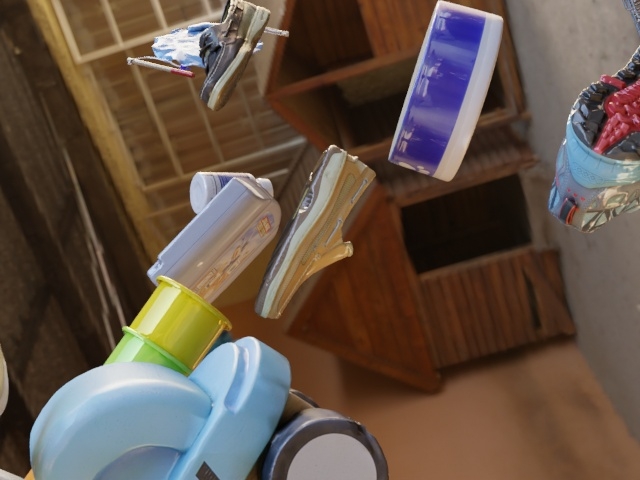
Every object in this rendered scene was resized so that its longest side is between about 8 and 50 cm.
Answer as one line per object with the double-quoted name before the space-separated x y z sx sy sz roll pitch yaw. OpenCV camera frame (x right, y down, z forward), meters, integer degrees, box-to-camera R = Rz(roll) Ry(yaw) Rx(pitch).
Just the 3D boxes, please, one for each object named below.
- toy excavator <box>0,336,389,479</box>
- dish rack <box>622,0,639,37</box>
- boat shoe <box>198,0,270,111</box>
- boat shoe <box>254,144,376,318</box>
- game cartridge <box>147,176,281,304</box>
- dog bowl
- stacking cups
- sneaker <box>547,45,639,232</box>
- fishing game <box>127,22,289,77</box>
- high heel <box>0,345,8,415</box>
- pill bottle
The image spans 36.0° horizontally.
"toy excavator" -0.235 0.228 0.856 0.445 0.433 0.222 34 172 -13
"dish rack" 0.514 -0.393 1.568 0.208 0.074 0.271 37 -144 -58
"boat shoe" -0.131 -0.258 1.338 0.080 0.073 0.223 -57 9 44
"boat shoe" 0.000 0.000 0.992 0.190 0.072 0.068 -63 9 -6
"game cartridge" -0.138 0.009 1.383 0.062 0.198 0.297 46 174 8
"dog bowl" 0.192 -0.232 1.532 0.265 0.104 0.265 17 -90 -90
"stacking cups" -0.211 0.188 0.975 0.096 0.316 0.096 30 163 10
"sneaker" 0.273 -0.089 0.840 0.104 0.262 0.125 42 138 26
"fishing game" -0.190 -0.318 1.647 0.264 0.189 0.041 -40 -41 -47
"high heel" -0.345 0.169 0.753 0.093 0.186 0.261 46 -165 -10
"pill bottle" -0.138 -0.073 1.545 0.067 0.120 0.067 3 94 60
